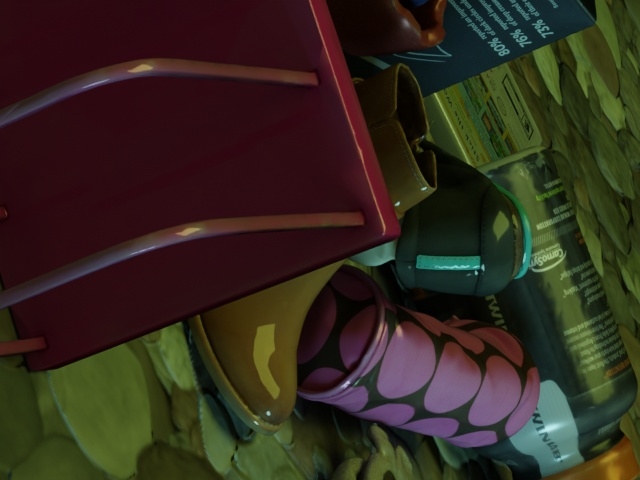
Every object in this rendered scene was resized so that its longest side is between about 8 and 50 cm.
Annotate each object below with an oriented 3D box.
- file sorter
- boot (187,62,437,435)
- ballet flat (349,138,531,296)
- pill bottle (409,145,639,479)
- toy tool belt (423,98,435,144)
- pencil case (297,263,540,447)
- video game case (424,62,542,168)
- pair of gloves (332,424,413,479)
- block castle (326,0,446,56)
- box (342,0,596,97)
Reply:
[{"bbox_3d":[-0.131,-0.104,0.868,0.182,0.202,0.291,-3,73,-64],"label":"file sorter"},{"bbox_3d":[0.000,0.000,1.117,0.073,0.152,0.197,27,47,-57],"label":"boot"},{"bbox_3d":[0.033,-0.032,1.239,0.280,0.096,0.095,-147,-129,-66],"label":"ballet flat"},{"bbox_3d":[0.144,0.067,1.396,0.130,0.130,0.246,-20,88,-66],"label":"pill bottle"},{"bbox_3d":[0.056,-0.075,1.418,0.052,0.051,0.083,33,33,-10],"label":"toy tool belt"},{"bbox_3d":[0.052,0.072,1.249,0.209,0.095,0.098,26,39,-55],"label":"pencil case"},{"bbox_3d":[0.112,-0.139,1.630,0.227,0.026,0.206,63,24,-16],"label":"video game case"},{"bbox_3d":[0.062,0.246,1.188,0.204,0.042,0.240,-86,152,-53],"label":"pair of gloves"},{"bbox_3d":[-0.070,-0.316,1.100,0.303,0.212,0.453,-13,89,-66],"label":"block castle"},{"bbox_3d":[0.058,-0.183,1.324,0.153,0.207,0.108,40,36,-49],"label":"box"}]
